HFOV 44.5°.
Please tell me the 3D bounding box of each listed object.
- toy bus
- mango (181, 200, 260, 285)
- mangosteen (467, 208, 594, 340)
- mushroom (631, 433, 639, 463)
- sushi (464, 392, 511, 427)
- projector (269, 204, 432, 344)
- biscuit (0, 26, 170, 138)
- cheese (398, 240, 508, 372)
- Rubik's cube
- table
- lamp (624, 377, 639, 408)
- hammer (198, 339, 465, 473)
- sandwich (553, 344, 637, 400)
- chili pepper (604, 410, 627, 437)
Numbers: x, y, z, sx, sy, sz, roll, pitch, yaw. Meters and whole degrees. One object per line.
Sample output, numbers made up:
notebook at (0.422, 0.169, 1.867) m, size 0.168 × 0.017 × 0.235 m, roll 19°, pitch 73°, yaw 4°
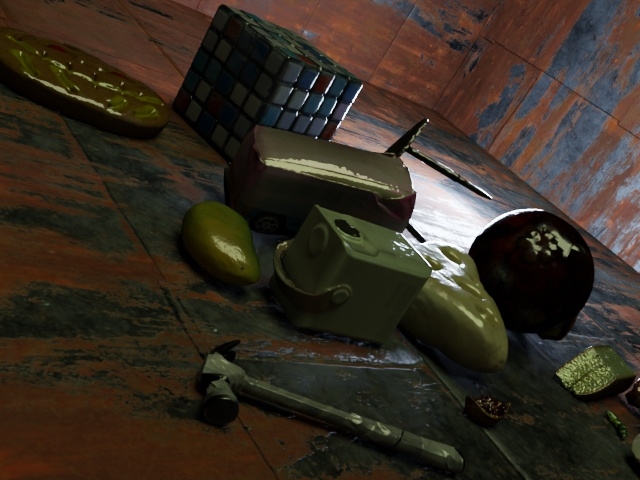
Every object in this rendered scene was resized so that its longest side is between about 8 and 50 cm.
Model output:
toy bus at (0.015, -0.102, 1.557) m, size 0.386 × 0.162 × 0.171 m, roll 10°, pitch 49°, yaw -23°
mango at (-0.169, 0.000, 1.312) m, size 0.122 × 0.085 × 0.191 m, roll 22°, pitch 21°, yaw -32°
mangosteen at (0.481, 0.076, 1.799) m, size 0.311 × 0.311 × 0.311 m, roll 27°, pitch 21°, yaw -11°
mushroom at (0.712, 0.449, 1.535) m, size 0.225 × 0.093 × 0.116 m, roll 33°, pitch 33°, yaw -22°
sushi at (0.290, 0.290, 1.345) m, size 0.099 × 0.047 × 0.050 m, roll 13°, pitch 30°, yaw -37°
projector at (0.041, 0.060, 1.342) m, size 0.242 × 0.177 × 0.163 m, roll 16°, pitch 24°, yaw -34°
biscuit at (-0.510, -0.350, 1.661) m, size 0.394 × 0.070 × 0.350 m, roll 18°, pitch 24°, yaw -32°
cheese at (0.276, 0.133, 1.574) m, size 0.351 × 0.129 × 0.328 m, roll 3°, pitch 32°, yaw -50°
Rubik's cube at (-0.129, -0.356, 1.903) m, size 0.293 × 0.287 × 0.292 m, roll 43°, pitch 24°, yaw 30°
table at (0.213, -0.082, 1.884) m, size 0.249 × 0.317 × 0.317 m, roll 42°, pitch 19°, yaw -7°
lamp at (0.776, 0.390, 1.697) m, size 0.215 × 0.151 × 0.223 m, roll 43°, pitch -21°, yaw 14°
hammer at (0.027, 0.252, 1.076) m, size 0.427 × 0.044 × 0.152 m, roll 26°, pitch 20°, yaw -19°
sandwich at (0.630, 0.299, 1.754) m, size 0.258 × 0.096 × 0.094 m, roll 4°, pitch 39°, yaw -47°
chili pepper at (0.623, 0.387, 1.637) m, size 0.027 × 0.022 × 0.083 m, roll 59°, pitch 7°, yaw -27°
